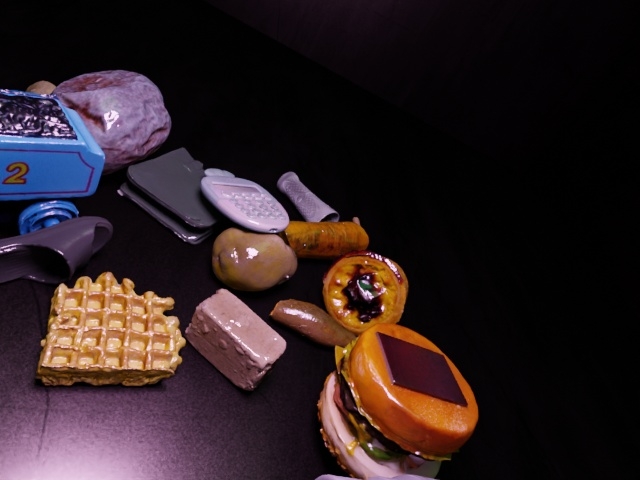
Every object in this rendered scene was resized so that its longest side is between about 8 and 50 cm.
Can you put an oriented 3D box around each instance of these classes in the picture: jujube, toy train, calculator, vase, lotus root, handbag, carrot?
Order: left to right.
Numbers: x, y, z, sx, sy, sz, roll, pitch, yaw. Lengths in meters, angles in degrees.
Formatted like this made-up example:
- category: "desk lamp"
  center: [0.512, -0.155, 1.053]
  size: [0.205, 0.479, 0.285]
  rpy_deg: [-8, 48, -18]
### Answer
- category: "toy train"
  center: [-0.559, -0.127, 0.789]
  size: [0.300, 0.265, 0.188]
  rpy_deg: [-12, 53, -50]
- category: "lotus root"
  center: [-0.688, -0.329, 1.102]
  size: [0.077, 0.090, 0.183]
  rpy_deg: [40, 22, -47]
- category: "jujube"
  center: [-0.504, -0.275, 1.068]
  size: [0.246, 0.215, 0.308]
  rpy_deg: [18, 37, 18]
- category: "handbag"
  center: [-0.336, -0.124, 1.148]
  size: [0.247, 0.079, 0.260]
  rpy_deg: [36, 32, 3]
- category: "calculator"
  center: [-0.192, -0.100, 1.097]
  size: [0.184, 0.042, 0.295]
  rpy_deg: [0, 32, -43]
- category: "vase"
  center: [-0.046, -0.119, 1.379]
  size: [0.096, 0.096, 0.219]
  rpy_deg: [-10, 49, -47]
- category: "carrot"
  center: [0.000, 0.000, 1.242]
  size: [0.302, 0.114, 0.114]
  rpy_deg: [-1, 46, -38]

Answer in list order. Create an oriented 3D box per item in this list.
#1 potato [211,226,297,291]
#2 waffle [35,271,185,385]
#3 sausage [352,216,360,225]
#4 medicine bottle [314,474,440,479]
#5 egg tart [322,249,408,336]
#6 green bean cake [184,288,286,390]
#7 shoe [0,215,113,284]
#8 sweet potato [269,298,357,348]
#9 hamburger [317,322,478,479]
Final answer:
- category: "potato"
  center: [-0.152, 0.042, 1.043]
  size: [0.200, 0.137, 0.154]
  rpy_deg: [-3, 20, -44]
- category: "waffle"
  center: [-0.356, 0.148, 0.795]
  size: [0.229, 0.057, 0.219]
  rpy_deg: [12, 38, -31]
- category: "sausage"
  center: [0.123, -0.033, 1.468]
  size: [0.024, 0.024, 0.132]
  rpy_deg: [20, 34, -20]
- category: "medicine bottle"
  center: [0.126, 0.463, 0.626]
  size: [0.306, 0.245, 0.245]
  rpy_deg: [21, 35, -18]
- category: "egg tart"
  center: [0.121, 0.125, 1.119]
  size: [0.215, 0.215, 0.171]
  rpy_deg: [44, 19, 17]
- category: "green bean cake"
  center: [-0.163, 0.191, 0.856]
  size: [0.179, 0.109, 0.085]
  rpy_deg: [41, 33, 10]
- category: "shoe"
  center: [-0.478, 0.039, 0.792]
  size: [0.241, 0.108, 0.093]
  rpy_deg: [-22, 61, -44]
- category: "sweet potato"
  center: [0.004, 0.196, 1.023]
  size: [0.244, 0.077, 0.077]
  rpy_deg: [26, 34, -10]
- category: "hamburger"
  center: [0.133, 0.316, 0.841]
  size: [0.291, 0.225, 0.291]
  rpy_deg: [26, 26, -14]
